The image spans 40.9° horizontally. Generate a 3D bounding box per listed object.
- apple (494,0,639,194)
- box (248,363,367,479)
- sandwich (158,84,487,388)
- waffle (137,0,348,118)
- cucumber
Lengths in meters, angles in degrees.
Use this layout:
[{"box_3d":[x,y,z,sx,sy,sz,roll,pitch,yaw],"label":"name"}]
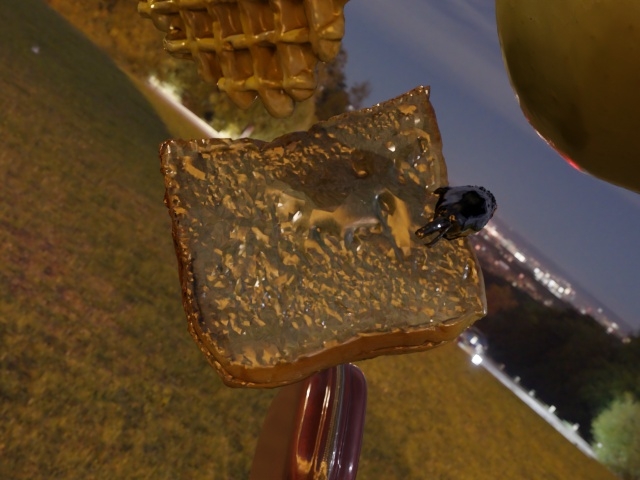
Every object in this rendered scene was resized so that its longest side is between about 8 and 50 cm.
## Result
[{"box_3d":[0.309,-0.202,0.685,0.357,0.357,0.357,38,7,-6],"label":"apple"},{"box_3d":[-0.028,0.332,1.344,0.108,0.263,0.404,15,-26,-9],"label":"box"},{"box_3d":[0.000,0.000,0.877,0.099,0.301,0.271,97,-22,-70],"label":"sandwich"},{"box_3d":[-0.079,-0.242,0.756,0.261,0.250,0.056,44,48,8],"label":"waffle"},{"box_3d":[0.089,-0.019,0.553,0.039,0.043,0.163,49,12,8],"label":"cucumber"}]
